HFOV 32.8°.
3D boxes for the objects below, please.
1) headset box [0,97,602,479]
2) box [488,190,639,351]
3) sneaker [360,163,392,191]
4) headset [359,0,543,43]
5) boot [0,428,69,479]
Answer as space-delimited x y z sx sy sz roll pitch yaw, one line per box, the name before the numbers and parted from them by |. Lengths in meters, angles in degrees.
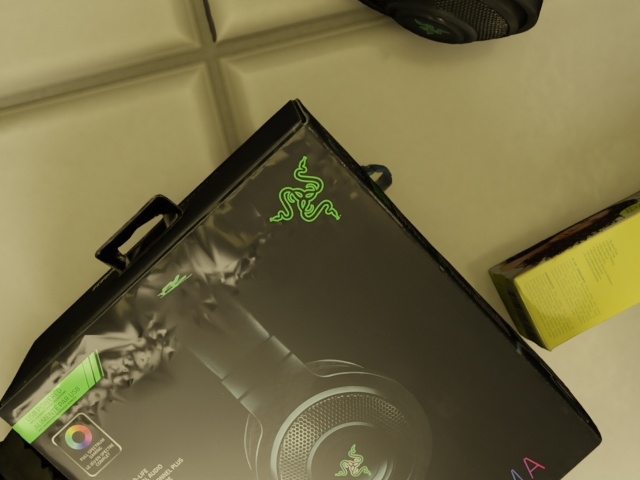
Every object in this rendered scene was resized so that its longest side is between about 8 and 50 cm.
headset box | -0.019 0.084 0.680 0.246 0.131 0.283 -42 103 6
box | 0.236 -0.006 0.744 0.232 0.087 0.058 -27 94 -3
sneaker | 0.000 0.000 0.755 0.135 0.052 0.058 -38 104 6
headset | 0.126 -0.232 0.680 0.394 0.185 0.243 40 90 8
boot | -0.161 0.310 0.666 0.260 0.131 0.348 -44 68 -2
